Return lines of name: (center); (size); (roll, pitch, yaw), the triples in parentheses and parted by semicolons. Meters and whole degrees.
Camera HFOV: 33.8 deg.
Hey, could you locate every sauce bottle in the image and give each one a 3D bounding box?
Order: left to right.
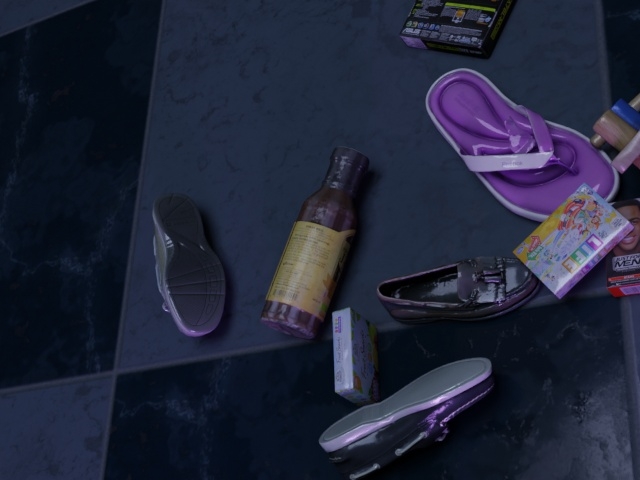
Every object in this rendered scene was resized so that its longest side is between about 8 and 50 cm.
sauce bottle: (0.000, 0.000, 1.860); (0.111, 0.111, 0.344); (11, 75, 37)

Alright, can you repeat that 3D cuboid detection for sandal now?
sandal: (0.306, -0.164, 1.746); (0.169, 0.102, 0.416); (-51, 51, 2)

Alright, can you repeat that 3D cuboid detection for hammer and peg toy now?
hammer and peg toy: (0.517, -0.202, 1.519); (0.127, 0.361, 0.266); (42, 107, 9)

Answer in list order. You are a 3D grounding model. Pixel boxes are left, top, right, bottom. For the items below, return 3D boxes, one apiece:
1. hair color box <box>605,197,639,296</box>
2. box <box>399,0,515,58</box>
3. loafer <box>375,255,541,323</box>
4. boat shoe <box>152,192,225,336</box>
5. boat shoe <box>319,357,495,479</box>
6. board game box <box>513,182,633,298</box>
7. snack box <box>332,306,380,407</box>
hair color box: (0.469, 0.010, 1.590); (0.072, 0.043, 0.141); (-11, 60, 30)
box: (0.263, -0.437, 1.954); (0.191, 0.045, 0.184); (17, 75, 39)
loafer: (0.216, 0.078, 1.694); (0.268, 0.084, 0.096); (-14, 59, 27)
boat shoe: (-0.261, 0.055, 2.019); (0.118, 0.103, 0.320); (-7, 54, -22)
boat shoe: (0.146, 0.279, 1.639); (0.303, 0.091, 0.114); (-28, 10, 21)
board game box: (0.383, 0.000, 1.604); (0.154, 0.026, 0.103); (-46, 52, 7)
snack box: (0.059, 0.193, 1.729); (0.037, 0.100, 0.141); (-17, 59, 26)
